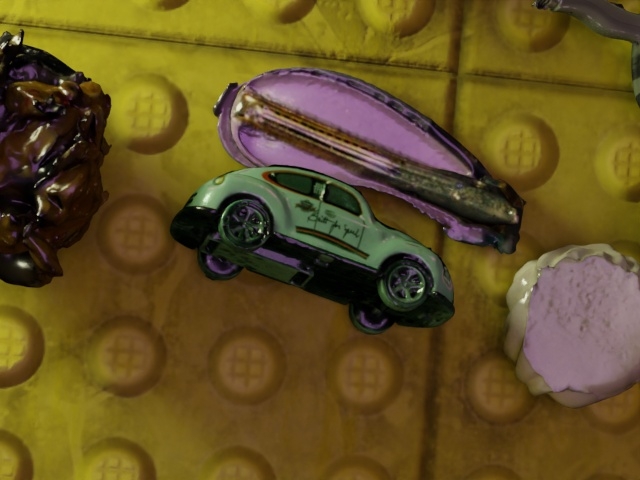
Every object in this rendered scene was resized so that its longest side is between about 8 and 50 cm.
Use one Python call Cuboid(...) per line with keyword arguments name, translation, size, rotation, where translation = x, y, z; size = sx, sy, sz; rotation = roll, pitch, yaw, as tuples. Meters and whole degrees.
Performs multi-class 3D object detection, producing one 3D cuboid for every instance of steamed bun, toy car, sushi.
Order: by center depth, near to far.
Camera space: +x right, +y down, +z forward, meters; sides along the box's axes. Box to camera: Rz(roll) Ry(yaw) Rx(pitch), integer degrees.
Cuboid(name="sushi", translation=(-0.299, -0.080, 1.791), size=(0.204, 0.200, 0.213), rotation=(40, 82, -10))
Cuboid(name="toy car", translation=(0.000, 0.000, 1.874), size=(0.305, 0.136, 0.125), rotation=(18, 71, -9))
Cuboid(name="steamed bun", translation=(0.277, 0.088, 1.931), size=(0.182, 0.106, 0.183), rotation=(1, 85, -7))

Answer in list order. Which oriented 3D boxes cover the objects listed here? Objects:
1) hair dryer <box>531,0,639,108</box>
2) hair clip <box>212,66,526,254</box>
Cuboid(name="hair dryer", translation=(0.348, -0.274, 1.958), size=(0.225, 0.088, 0.219), rotation=(39, 66, -18))
Cuboid(name="hair clip", translation=(0.061, -0.093, 1.925), size=(0.358, 0.095, 0.110), rotation=(24, 120, 0))
